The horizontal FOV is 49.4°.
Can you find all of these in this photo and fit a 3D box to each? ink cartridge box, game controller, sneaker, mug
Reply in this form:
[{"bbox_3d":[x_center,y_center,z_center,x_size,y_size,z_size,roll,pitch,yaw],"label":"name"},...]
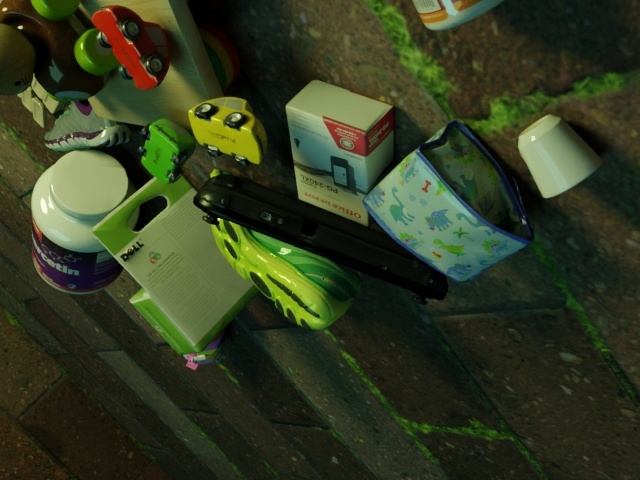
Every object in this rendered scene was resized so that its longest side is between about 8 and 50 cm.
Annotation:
[{"bbox_3d":[-0.235,0.033,1.147,0.255,0.189,0.097,50,148,-12],"label":"ink cartridge box"},{"bbox_3d":[0.000,0.000,0.856,0.319,0.067,0.166,22,174,-7],"label":"game controller"},{"bbox_3d":[-0.390,-0.203,1.150,0.224,0.083,0.098,3,109,41],"label":"sneaker"},{"bbox_3d":[-0.060,0.004,1.000,0.295,0.124,0.109,45,144,22],"label":"sneaker"},{"bbox_3d":[0.216,-0.080,0.662,0.064,0.062,0.078,53,140,-5],"label":"mug"},{"bbox_3d":[0.027,-0.100,0.828,0.109,0.063,0.150,23,144,25],"label":"ink cartridge box"}]

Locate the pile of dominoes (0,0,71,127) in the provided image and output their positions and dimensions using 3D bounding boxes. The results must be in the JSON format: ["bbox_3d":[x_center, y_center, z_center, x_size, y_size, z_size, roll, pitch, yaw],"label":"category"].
[{"bbox_3d":[-0.503,-0.327,1.153,0.251,0.040,0.196,55,146,-7],"label":"pile of dominoes"}]

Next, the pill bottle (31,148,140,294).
[{"bbox_3d":[-0.434,-0.032,1.279,0.181,0.181,0.323,40,148,1],"label":"pill bottle"}]

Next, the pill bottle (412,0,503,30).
[{"bbox_3d":[0.091,-0.254,0.554,0.086,0.086,0.152,-2,128,47],"label":"pill bottle"}]

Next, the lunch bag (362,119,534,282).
[{"bbox_3d":[0.144,-0.033,0.758,0.151,0.096,0.129,50,148,3],"label":"lunch bag"}]

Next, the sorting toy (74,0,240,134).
[{"bbox_3d":[-0.224,-0.269,0.861,0.257,0.089,0.255,15,140,34],"label":"sorting toy"}]

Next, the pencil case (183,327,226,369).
[{"bbox_3d":[-0.235,0.169,1.396,0.104,0.104,0.236,32,146,14],"label":"pencil case"}]

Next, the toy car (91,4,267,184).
[{"bbox_3d":[-0.169,-0.144,0.822,0.239,0.053,0.225,41,149,0],"label":"toy car"}]

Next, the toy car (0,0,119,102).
[{"bbox_3d":[-0.360,-0.201,0.821,0.155,0.188,0.149,-10,123,51],"label":"toy car"}]
